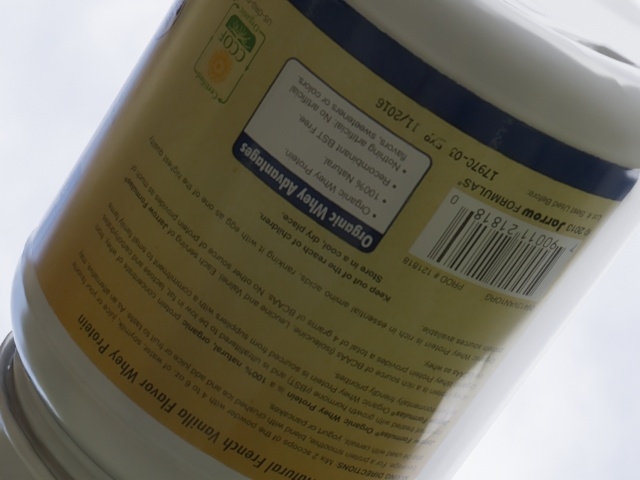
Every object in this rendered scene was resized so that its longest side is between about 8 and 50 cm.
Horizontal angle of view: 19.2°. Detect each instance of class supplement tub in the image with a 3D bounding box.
[{"bbox_3d":[0.000,0.000,0.859,0.228,0.228,0.316,38,-69,9],"label":"supplement tub"}]
